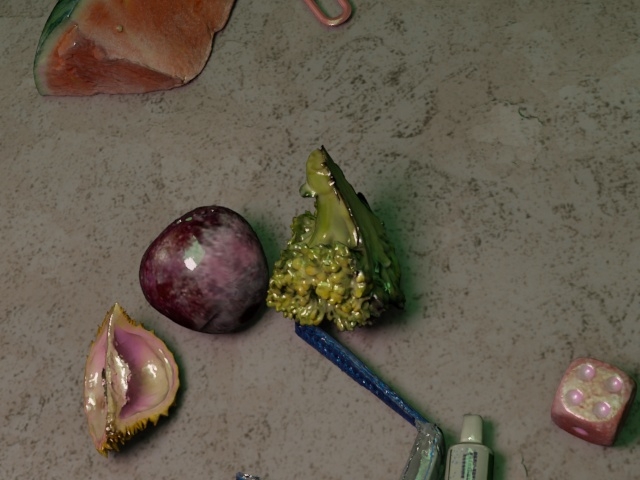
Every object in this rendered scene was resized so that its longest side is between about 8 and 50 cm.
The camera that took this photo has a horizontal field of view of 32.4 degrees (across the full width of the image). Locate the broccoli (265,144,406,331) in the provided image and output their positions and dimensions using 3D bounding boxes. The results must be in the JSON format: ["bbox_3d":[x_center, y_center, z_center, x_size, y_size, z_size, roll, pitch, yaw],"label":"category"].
[{"bbox_3d":[-0.007,0.014,1.599,0.180,0.273,0.242,-25,29,16],"label":"broccoli"}]

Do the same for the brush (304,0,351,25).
[{"bbox_3d":[-0.019,-0.469,1.976,0.103,0.047,0.233,-31,61,-6],"label":"brush"}]

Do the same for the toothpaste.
[{"bbox_3d":[0.188,0.416,1.441,0.099,0.061,0.392,2,65,12],"label":"toothpaste"}]

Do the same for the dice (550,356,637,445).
[{"bbox_3d":[0.370,0.218,1.492,0.093,0.094,0.091,22,72,21],"label":"dice"}]

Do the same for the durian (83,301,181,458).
[{"bbox_3d":[-0.292,0.208,1.611,0.165,0.132,0.182,-38,64,-1],"label":"durian"}]

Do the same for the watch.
[{"bbox_3d":[0.048,0.258,1.559,0.275,0.068,0.276,9,64,21],"label":"watch"}]

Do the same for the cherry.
[{"bbox_3d":[-0.166,0.047,1.650,0.195,0.195,0.195,-5,61,9],"label":"cherry"}]

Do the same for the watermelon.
[{"bbox_3d":[-0.343,-0.407,1.913,0.319,0.222,0.292,7,67,15],"label":"watermelon"}]
